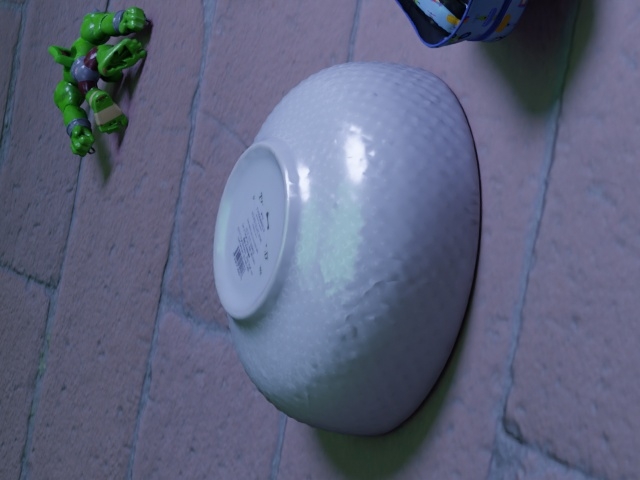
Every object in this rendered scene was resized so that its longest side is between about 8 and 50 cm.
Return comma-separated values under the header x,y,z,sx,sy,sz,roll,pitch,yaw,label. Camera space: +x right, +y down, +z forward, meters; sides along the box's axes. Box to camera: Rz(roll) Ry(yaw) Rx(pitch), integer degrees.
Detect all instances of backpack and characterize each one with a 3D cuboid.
x,y,z,sx,sy,sz,roll,pitch,yaw,label
0.125,-0.233,1.509,0.158,0.117,0.173,-66,28,29,backpack

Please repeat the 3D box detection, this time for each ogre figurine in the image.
x,y,z,sx,sy,sz,roll,pitch,yaw,label
-0.290,-0.220,2.422,0.118,0.097,0.197,41,131,48,ogre figurine

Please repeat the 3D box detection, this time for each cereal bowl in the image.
x,y,z,sx,sy,sz,roll,pitch,yaw,label
0.000,0.000,1.674,0.339,0.141,0.339,-31,55,58,cereal bowl
